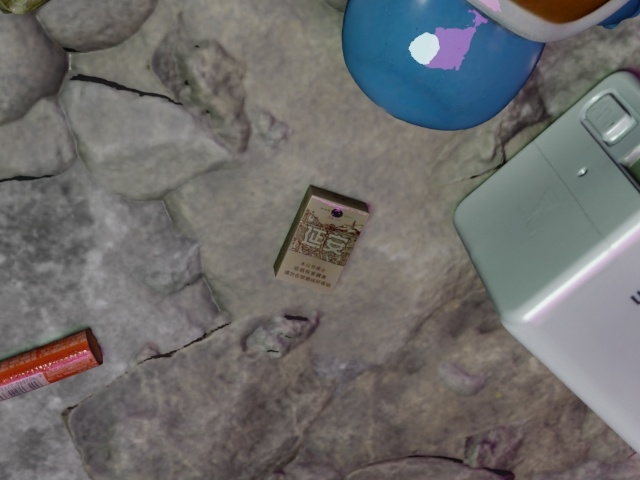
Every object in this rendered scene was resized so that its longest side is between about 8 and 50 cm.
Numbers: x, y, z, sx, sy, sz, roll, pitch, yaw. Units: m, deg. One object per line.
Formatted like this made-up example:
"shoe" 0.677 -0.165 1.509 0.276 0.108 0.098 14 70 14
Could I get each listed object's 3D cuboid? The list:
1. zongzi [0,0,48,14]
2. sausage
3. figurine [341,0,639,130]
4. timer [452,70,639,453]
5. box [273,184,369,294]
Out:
"zongzi" -0.188 -0.271 0.798 0.178 0.081 0.189 -36 105 -13
"sausage" -0.251 0.112 1.003 0.129 0.034 0.034 -21 119 4
"figurine" 0.176 -0.257 0.786 0.298 0.243 0.416 23 134 -29
"timer" 0.250 0.017 0.933 0.194 0.192 0.195 -41 116 13
"box" 0.000 0.000 0.984 0.053 0.024 0.083 16 116 -16
